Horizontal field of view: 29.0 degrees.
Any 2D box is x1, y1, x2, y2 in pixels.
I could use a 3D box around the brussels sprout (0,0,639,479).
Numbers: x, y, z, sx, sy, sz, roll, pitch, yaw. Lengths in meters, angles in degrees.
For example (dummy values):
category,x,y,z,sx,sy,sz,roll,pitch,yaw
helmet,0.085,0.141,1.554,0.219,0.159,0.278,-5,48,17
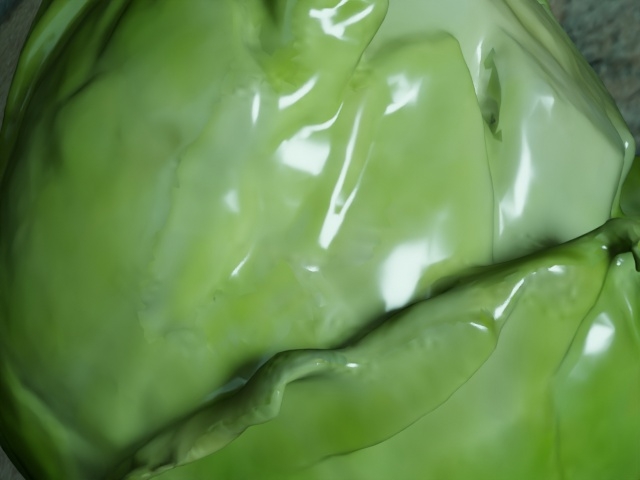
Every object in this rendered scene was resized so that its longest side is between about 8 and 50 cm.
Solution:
category,x,y,z,sx,sy,sz,roll,pitch,yaw
brussels sprout,-0.018,0.007,0.655,0.361,0.342,0.425,-40,32,20
